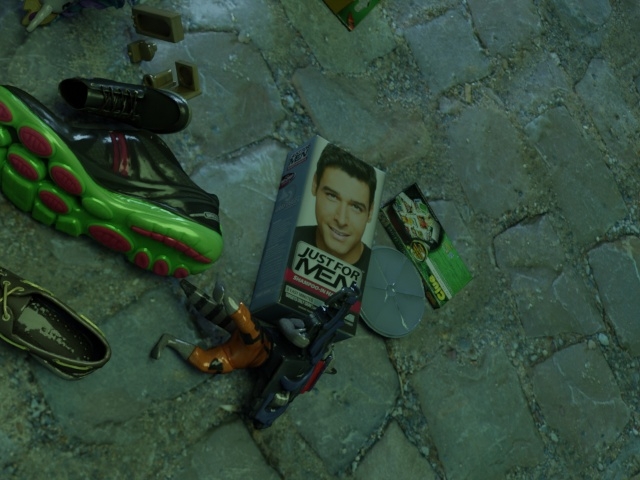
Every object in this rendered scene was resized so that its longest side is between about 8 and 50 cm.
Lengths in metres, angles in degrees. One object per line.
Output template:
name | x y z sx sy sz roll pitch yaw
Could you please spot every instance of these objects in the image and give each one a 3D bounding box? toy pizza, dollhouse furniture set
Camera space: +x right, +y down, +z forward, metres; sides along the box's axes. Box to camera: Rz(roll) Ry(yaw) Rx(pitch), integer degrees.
toy pizza | 0.141 0.110 2.004 0.201 0.032 0.201 13 66 -33
dollhouse furniture set | -0.322 -0.336 1.745 0.123 0.144 0.151 -34 132 -38

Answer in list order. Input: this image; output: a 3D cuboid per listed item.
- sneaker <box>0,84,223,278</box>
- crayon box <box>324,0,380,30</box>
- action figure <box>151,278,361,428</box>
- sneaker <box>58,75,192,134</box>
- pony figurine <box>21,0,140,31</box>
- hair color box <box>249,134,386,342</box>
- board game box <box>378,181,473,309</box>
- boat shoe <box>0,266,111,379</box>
sneaker | -0.378 -0.113 1.639 0.482 0.185 0.202 35 39 -25
crayon box | 0.036 -0.665 2.156 0.318 0.081 0.202 48 53 -14
action figure | -0.087 0.158 1.705 0.330 0.341 0.178 27 21 -34
sneaker | -0.343 -0.234 1.650 0.118 0.222 0.083 -20 122 -70
pony figurine | -0.377 -0.547 1.661 0.303 0.363 0.351 38 48 -39
hair color box | 0.000 0.000 1.887 0.185 0.113 0.375 26 60 -27
board game box | 0.234 0.011 2.108 0.136 0.030 0.260 -35 97 -40
boat shoe | -0.483 0.115 1.507 0.324 0.096 0.117 37 57 -21
